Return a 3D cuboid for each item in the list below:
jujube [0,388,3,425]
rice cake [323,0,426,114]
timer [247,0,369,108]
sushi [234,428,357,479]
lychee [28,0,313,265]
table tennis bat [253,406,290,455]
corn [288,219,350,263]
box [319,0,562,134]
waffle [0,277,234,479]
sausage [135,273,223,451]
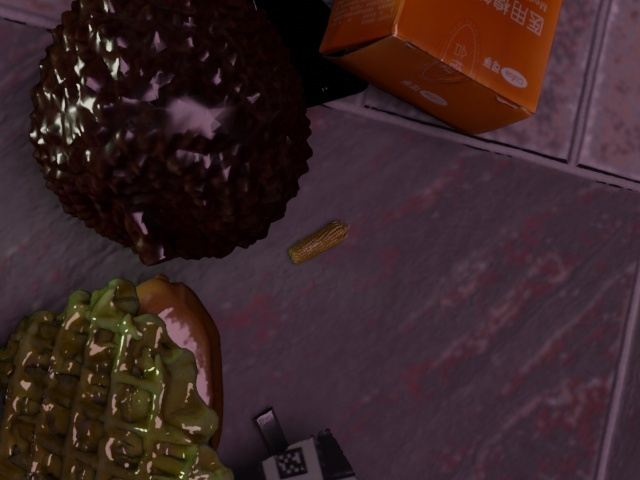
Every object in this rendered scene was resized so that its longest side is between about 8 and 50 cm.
[{"bbox_3d":[-0.477,0.148,1.266,0.308,0.215,0.246,13,85,0],"label":"jujube"},{"bbox_3d":[0.080,-0.254,1.517,0.226,0.040,0.085,46,61,-24],"label":"rice cake"},{"bbox_3d":[-0.026,-0.250,1.497,0.144,0.055,0.187,-20,96,-38],"label":"timer"},{"bbox_3d":[-0.052,0.417,1.481,0.320,0.069,0.339,-29,97,3],"label":"sushi"},{"bbox_3d":[-0.157,-0.127,1.349,0.306,0.306,0.330,17,62,-16],"label":"lychee"},{"bbox_3d":[-0.024,0.302,1.519,0.130,0.019,0.220,-27,98,-14],"label":"table tennis bat"},{"bbox_3d":[0.000,0.000,1.524,0.083,0.027,0.028,-29,81,-13],"label":"corn"},{"bbox_3d":[0.162,-0.322,1.468,0.225,0.143,0.341,24,75,-31],"label":"box"},{"bbox_3d":[-0.245,0.209,1.327,0.297,0.073,0.317,-33,74,15],"label":"waffle"},{"bbox_3d":[-0.168,0.158,1.415,0.120,0.136,0.241,-2,91,-16],"label":"sausage"}]
